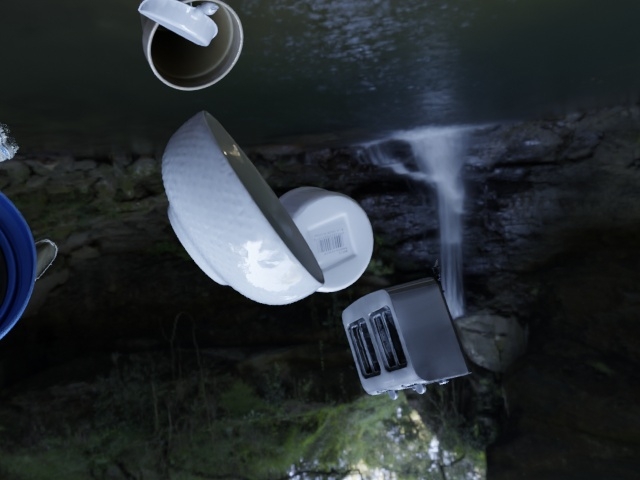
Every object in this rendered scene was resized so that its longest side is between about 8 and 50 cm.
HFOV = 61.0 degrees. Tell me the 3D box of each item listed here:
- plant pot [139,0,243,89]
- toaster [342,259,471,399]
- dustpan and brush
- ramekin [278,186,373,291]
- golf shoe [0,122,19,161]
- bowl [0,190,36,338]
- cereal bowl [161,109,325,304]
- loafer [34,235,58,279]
[{"bbox_3d":[-0.461,-0.711,1.802,0.323,0.323,0.280,-9,-131,-38],"label":"plant pot"},{"bbox_3d":[0.132,0.150,0.870,0.110,0.185,0.168,-8,164,-29],"label":"toaster"},{"bbox_3d":[-0.242,-0.420,1.023,0.147,0.060,0.211,20,-171,-37],"label":"dustpan and brush"},{"bbox_3d":[0.000,0.000,1.378,0.277,0.277,0.135,-8,-173,-28],"label":"ramekin"},{"bbox_3d":[-0.578,-0.208,0.892,0.086,0.176,0.069,-22,-160,-11],"label":"golf shoe"},{"bbox_3d":[-0.650,0.032,0.820,0.391,0.391,0.077,-10,157,-48],"label":"bowl"},{"bbox_3d":[-0.142,-0.032,0.878,0.141,0.338,0.339,-34,-177,3],"label":"cereal bowl"},{"bbox_3d":[-0.890,0.094,1.654,0.088,0.094,0.251,0,-129,46],"label":"loafer"}]
